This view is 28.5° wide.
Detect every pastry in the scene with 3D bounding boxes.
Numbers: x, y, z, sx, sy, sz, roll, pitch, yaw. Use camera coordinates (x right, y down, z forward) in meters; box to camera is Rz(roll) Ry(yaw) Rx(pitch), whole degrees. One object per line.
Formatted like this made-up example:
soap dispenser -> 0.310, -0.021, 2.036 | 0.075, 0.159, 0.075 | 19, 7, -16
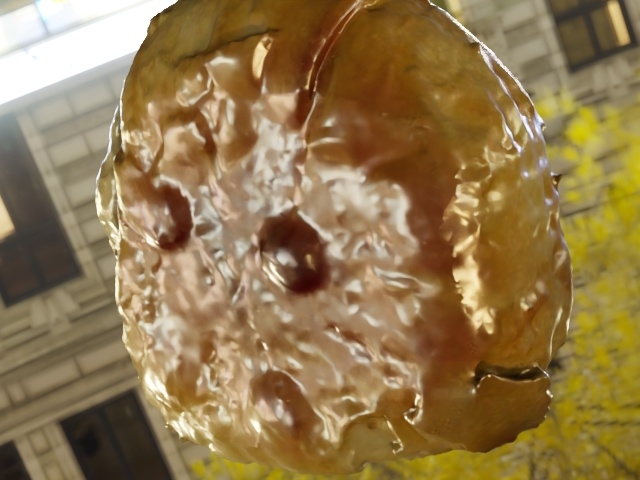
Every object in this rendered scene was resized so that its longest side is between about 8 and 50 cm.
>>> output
pastry -> 0.000, 0.000, 0.516 | 0.229, 0.218, 0.100 | 32, -150, 14
